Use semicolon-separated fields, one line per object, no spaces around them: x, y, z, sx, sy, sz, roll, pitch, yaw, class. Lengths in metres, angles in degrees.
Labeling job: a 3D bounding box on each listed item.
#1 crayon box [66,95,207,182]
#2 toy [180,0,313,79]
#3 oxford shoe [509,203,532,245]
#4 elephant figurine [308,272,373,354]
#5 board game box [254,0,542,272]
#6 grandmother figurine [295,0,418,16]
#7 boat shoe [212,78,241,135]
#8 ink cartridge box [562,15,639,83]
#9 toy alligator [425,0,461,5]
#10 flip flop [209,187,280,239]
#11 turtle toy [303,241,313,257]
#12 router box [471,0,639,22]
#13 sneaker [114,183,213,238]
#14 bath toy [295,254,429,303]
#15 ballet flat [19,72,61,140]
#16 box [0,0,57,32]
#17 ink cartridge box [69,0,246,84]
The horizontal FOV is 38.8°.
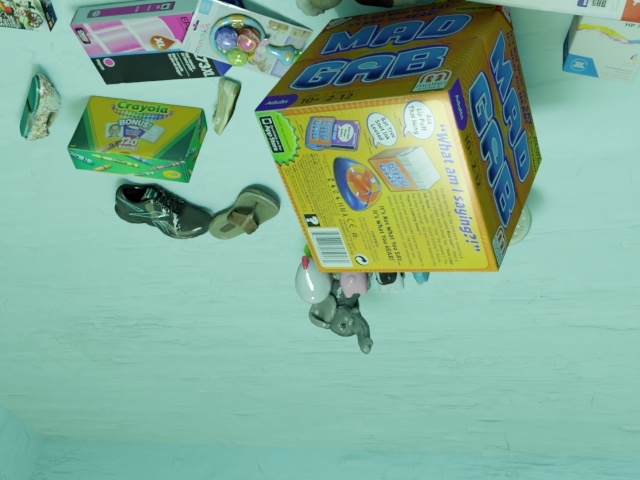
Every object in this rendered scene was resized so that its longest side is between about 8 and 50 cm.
-0.416;-0.233;2.087;0.278;0.165;0.081;7;145;8;crayon box
-0.146;-0.388;1.818;0.237;0.056;0.137;11;135;-23;toy
0.282;-0.038;2.159;0.449;0.169;0.130;-2;-179;24;oxford shoe
0.053;0.183;2.433;0.169;0.239;0.186;7;168;-6;elephant figurine
0.161;-0.187;1.650;0.356;0.356;0.357;-1;127;30;board game box
0.101;-0.485;1.618;0.342;0.104;0.208;-13;129;30;grandmother figurine
-0.218;-0.298;2.030;0.048;0.056;0.153;26;143;-2;boat shoe
0.526;-0.396;1.615;0.134;0.078;0.231;11;145;4;ink cartridge box
0.227;-0.430;1.695;0.189;0.051;0.056;2;128;28;toy alligator
-0.203;-0.051;2.347;0.112;0.080;0.277;33;141;-26;flip flop
0.000;0.000;2.363;0.095;0.066;0.130;25;144;-16;turtle toy
0.400;-0.519;1.407;0.301;0.082;0.335;7;132;3;router box
-0.410;-0.078;2.363;0.267;0.101;0.106;12;143;2;sneaker
0.097;0.059;2.309;0.348;0.151;0.129;-12;123;9;bath toy
-0.653;-0.317;2.142;0.077;0.091;0.241;-5;160;-29;ballet flat
-0.645;-0.532;1.847;0.159;0.044;0.233;8;145;8;box
-0.317;-0.416;1.890;0.370;0.069;0.176;-2;143;18;ink cartridge box
